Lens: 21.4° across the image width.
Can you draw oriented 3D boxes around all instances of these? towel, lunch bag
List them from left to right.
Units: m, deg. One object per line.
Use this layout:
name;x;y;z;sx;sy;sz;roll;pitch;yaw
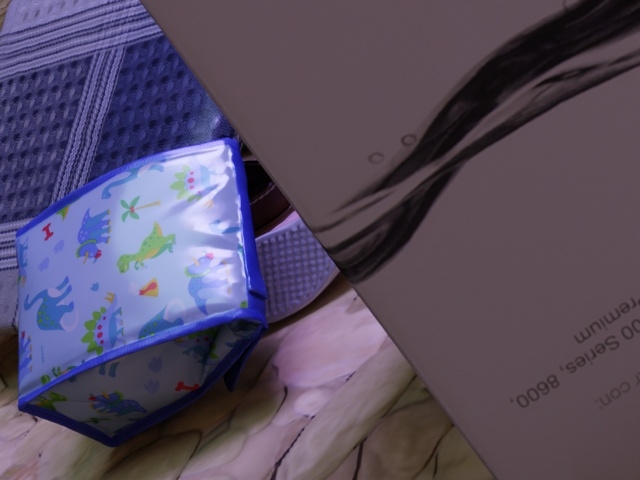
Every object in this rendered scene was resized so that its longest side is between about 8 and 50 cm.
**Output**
towel;-0.155;-0.072;1.202;0.324;0.056;0.312;-7;63;46
lunch bag;-0.095;0.026;0.964;0.151;0.096;0.129;-32;50;29

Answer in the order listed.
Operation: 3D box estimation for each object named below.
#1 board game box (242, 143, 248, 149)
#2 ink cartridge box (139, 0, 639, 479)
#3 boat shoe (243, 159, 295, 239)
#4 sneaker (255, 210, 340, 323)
board game box;-0.004;-0.188;1.431;0.242;0.064;0.316;-13;28;46
ink cartridge box;0.030;-0.109;0.701;0.166;0.395;0.285;-35;19;5
boat shoe;-0.100;-0.023;1.188;0.207;0.073;0.073;-15;26;40
sneaker;0.000;0.000;1.015;0.134;0.051;0.070;-43;-5;13
